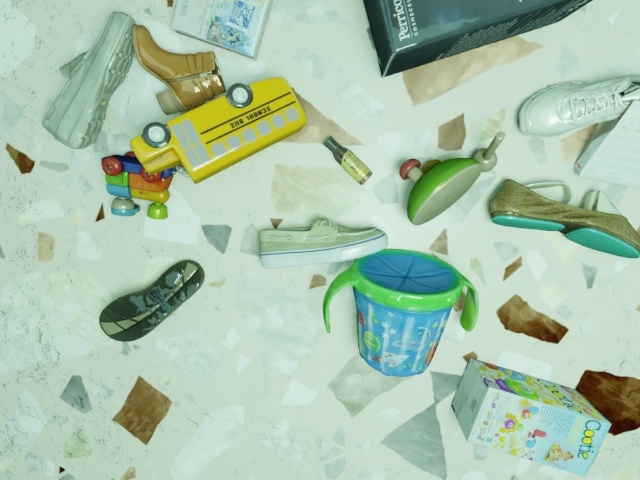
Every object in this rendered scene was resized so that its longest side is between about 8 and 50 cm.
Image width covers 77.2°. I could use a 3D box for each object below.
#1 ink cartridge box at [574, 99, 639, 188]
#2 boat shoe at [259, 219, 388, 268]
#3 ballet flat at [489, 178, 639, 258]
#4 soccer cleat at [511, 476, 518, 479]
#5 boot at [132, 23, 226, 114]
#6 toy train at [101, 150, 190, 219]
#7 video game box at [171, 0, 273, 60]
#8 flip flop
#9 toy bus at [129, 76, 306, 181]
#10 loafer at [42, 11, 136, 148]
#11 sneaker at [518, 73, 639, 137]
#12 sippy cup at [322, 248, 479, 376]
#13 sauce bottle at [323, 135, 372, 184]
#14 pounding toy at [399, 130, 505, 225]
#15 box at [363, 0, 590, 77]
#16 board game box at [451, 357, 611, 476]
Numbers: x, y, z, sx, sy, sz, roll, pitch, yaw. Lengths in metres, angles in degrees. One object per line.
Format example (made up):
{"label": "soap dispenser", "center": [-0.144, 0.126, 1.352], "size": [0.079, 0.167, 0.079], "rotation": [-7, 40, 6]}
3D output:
{"label": "ink cartridge box", "center": [0.644, -0.199, 0.824], "size": [0.145, 0.045, 0.179], "rotation": [12, 133, 1]}
{"label": "boat shoe", "center": [0.000, 0.000, 0.912], "size": [0.302, 0.109, 0.094], "rotation": [-9, 98, 8]}
{"label": "ballet flat", "center": [0.546, -0.061, 0.880], "size": [0.342, 0.116, 0.124], "rotation": [15, 82, 4]}
{"label": "soccer cleat", "center": [0.500, 0.653, 1.044], "size": [0.035, 0.029, 0.083], "rotation": [-4, 105, 0]}
{"label": "boot", "center": [-0.304, -0.388, 0.876], "size": [0.152, 0.073, 0.197], "rotation": [-18, 111, 8]}
{"label": "toy train", "center": [-0.365, -0.112, 0.919], "size": [0.248, 0.105, 0.143], "rotation": [10, 111, 1]}
{"label": "video game box", "center": [-0.198, -0.520, 0.855], "size": [0.187, 0.048, 0.205], "rotation": [20, 101, 1]}
{"label": "flip flop", "center": [-0.404, 0.146, 0.983], "size": [0.277, 0.080, 0.112], "rotation": [-37, 92, -6]}
{"label": "toy bus", "center": [-0.206, -0.221, 0.831], "size": [0.332, 0.108, 0.130], "rotation": [-30, 99, -12]}
{"label": "loafer", "center": [-0.506, -0.354, 0.872], "size": [0.111, 0.112, 0.319], "rotation": [32, 101, -11]}
{"label": "sneaker", "center": [0.564, -0.284, 0.821], "size": [0.292, 0.118, 0.110], "rotation": [-13, 101, 7]}
{"label": "sippy cup", "center": [0.175, 0.164, 0.884], "size": [0.305, 0.240, 0.224], "rotation": [15, 113, 25]}
{"label": "sauce bottle", "center": [0.060, -0.181, 0.906], "size": [0.128, 0.042, 0.042], "rotation": [42, 100, -6]}
{"label": "pounding toy", "center": [0.257, -0.148, 0.855], "size": [0.237, 0.183, 0.110], "rotation": [-41, 70, 9]}
{"label": "box", "center": [0.276, -0.526, 0.743], "size": [0.395, 0.212, 0.293], "rotation": [-16, 100, 7]}
{"label": "board game box", "center": [0.478, 0.406, 0.940], "size": [0.275, 0.142, 0.144], "rotation": [17, 101, 0]}
